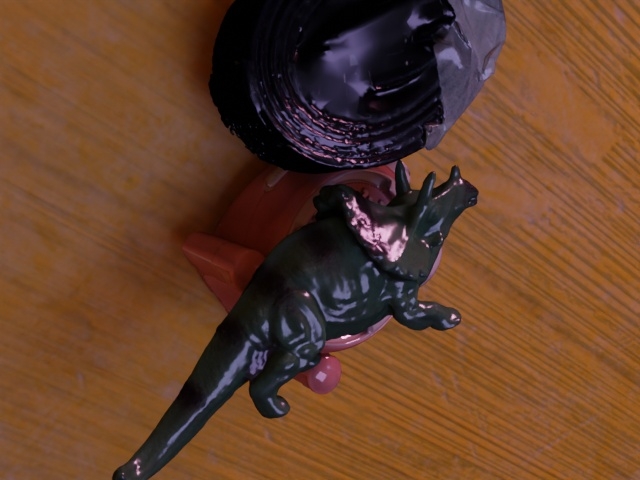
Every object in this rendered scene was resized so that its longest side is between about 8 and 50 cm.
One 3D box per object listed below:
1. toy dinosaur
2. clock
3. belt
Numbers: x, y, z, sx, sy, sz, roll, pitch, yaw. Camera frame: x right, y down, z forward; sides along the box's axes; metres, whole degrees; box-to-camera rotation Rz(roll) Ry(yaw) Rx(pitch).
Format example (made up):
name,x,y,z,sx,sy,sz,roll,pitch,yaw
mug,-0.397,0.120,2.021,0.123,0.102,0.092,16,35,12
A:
name,x,y,z,sx,sy,sz,roll,pitch,yaw
toy dinosaur,-0.007,0.060,0.902,0.292,0.079,0.120,-49,124,-7
clock,0.000,0.000,0.994,0.162,0.092,0.166,-46,127,-16
belt,0.030,-0.125,0.903,0.198,0.078,0.151,-38,103,-19
